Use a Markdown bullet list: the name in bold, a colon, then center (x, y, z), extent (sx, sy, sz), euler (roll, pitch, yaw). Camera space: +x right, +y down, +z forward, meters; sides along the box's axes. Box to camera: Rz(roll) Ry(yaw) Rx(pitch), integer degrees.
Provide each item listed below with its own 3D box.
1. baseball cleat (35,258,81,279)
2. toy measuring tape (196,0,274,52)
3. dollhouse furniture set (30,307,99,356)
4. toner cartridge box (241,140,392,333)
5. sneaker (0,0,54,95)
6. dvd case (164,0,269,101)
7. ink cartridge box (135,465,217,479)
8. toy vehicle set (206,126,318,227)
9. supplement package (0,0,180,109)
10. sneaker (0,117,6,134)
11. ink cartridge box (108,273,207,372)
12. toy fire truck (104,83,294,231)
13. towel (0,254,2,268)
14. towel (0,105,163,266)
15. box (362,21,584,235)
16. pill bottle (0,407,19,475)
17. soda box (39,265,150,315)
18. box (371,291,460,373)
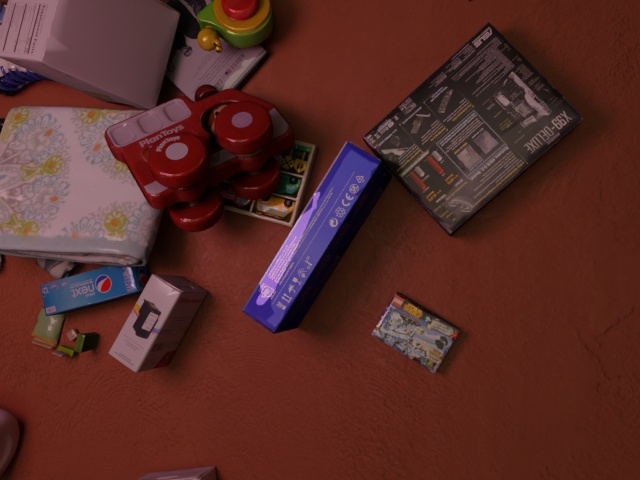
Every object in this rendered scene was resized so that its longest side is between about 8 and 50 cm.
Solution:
- **baseball cleat**: center (-0.512, -0.019, 1.314), extent (0.109, 0.072, 0.206), euler (34, 94, -8)
- **toy measuring tape**: center (-0.104, -0.473, 1.236), extent (0.121, 0.121, 0.330), euler (41, 79, 11)
- **dollhouse furniture set**: center (-0.540, 0.194, 1.323), extent (0.151, 0.058, 0.076), euler (15, 90, 12)
- **toner cartridge box**: center (0.000, 0.000, 1.166), extent (0.075, 0.165, 0.348), euler (33, 93, 12)
- **sneaker**: center (-0.622, -0.370, 1.351), extent (0.315, 0.127, 0.182), euler (33, 97, 19)
- **dvd case**: center (-0.246, -0.390, 1.309), extent (0.238, 0.029, 0.179), euler (44, 96, 10)
- **ink cartridge box**: center (-0.272, 0.554, 1.228), extent (0.154, 0.093, 0.213), euler (-10, 86, 10)
- **toy vehicle set**: center (-0.152, -0.138, 1.271), extent (0.266, 0.035, 0.166), euler (15, 90, 12)
- **supplement package**: center (-0.421, -0.383, 1.189), extent (0.145, 0.261, 0.204), euler (14, 89, 32)
- **sneaker**: center (-0.675, -0.157, 1.363), extent (0.106, 0.078, 0.235), euler (-17, 81, 13)
- **ink cartridge box**: center (-0.310, 0.156, 1.241), extent (0.072, 0.127, 0.175), euler (30, 92, 15)
- **toy fire truck**: center (-0.217, -0.184, 1.176), extent (0.302, 0.169, 0.254), euler (-29, 60, -14)
- **towel**: center (-0.865, -0.056, 1.411), extent (0.316, 0.053, 0.332), euler (-13, 84, 10)
- **towel**: center (-0.478, -0.116, 1.262), extent (0.374, 0.090, 0.321), euler (5, 70, 9)
- **box**: center (0.270, -0.198, 1.164), extent (0.307, 0.076, 0.242), euler (-43, 80, 7)
- **pill bottle**: center (-0.797, 0.381, 1.305), extent (0.322, 0.181, 0.182), euler (19, 91, 12)
- **soda box**: center (-0.454, 0.096, 1.304), extent (0.210, 0.071, 0.067), euler (-14, 85, 11)
- **box**: center (0.176, 0.169, 1.187), extent (0.137, 0.027, 0.094), euler (31, 95, 12)
